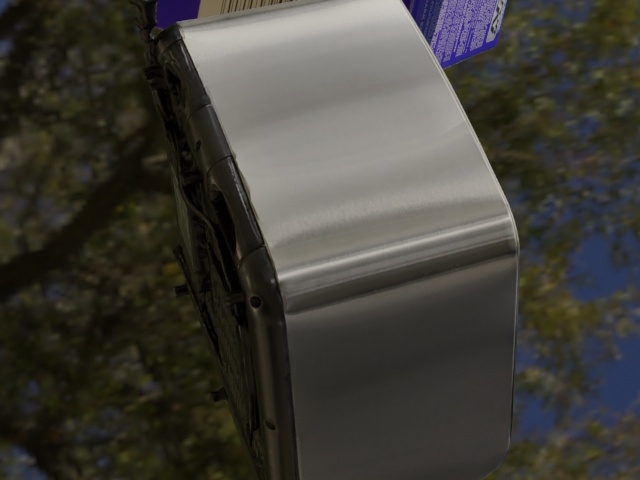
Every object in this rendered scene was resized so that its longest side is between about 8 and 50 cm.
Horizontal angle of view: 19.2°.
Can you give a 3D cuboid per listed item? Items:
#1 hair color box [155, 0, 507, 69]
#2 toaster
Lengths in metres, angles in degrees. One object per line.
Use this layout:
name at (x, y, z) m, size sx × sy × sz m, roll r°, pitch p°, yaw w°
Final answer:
hair color box at (0.023, -0.199, 1.413) m, size 0.185 × 0.339 × 0.110 m, roll 17°, pitch -76°, yaw 13°
toaster at (0.000, 0.000, 0.765) m, size 0.185 × 0.110 × 0.168 m, roll 86°, pitch -15°, yaw -46°
